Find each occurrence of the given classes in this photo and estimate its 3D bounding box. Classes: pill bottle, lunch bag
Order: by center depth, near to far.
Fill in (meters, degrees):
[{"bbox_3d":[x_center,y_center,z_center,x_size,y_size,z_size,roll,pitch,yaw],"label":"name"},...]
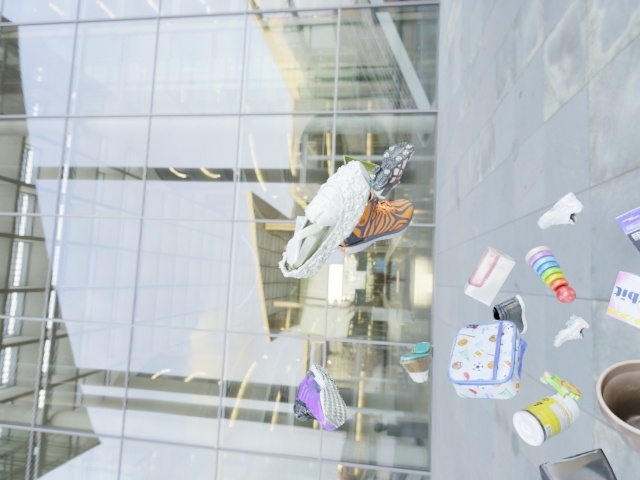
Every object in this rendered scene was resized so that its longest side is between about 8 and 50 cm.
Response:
[{"bbox_3d":[0.803,0.628,1.424,0.119,0.208,0.119,167,90,-68],"label":"pill bottle"},{"bbox_3d":[0.594,0.411,1.424,0.115,0.243,0.303,56,-139,-19],"label":"lunch bag"}]

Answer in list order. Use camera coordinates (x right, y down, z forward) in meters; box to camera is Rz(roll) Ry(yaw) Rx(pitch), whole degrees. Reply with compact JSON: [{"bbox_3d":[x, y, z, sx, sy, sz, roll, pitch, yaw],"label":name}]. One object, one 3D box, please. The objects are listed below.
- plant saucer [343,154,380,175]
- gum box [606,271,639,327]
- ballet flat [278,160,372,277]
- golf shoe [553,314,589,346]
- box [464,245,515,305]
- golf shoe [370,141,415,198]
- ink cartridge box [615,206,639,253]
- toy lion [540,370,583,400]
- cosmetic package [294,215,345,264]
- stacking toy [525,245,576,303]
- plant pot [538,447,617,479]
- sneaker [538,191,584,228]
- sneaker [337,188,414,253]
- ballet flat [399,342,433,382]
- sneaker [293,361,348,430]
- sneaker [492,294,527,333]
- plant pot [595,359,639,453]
[{"bbox_3d":[0.193,-0.316,1.868,0.188,0.188,0.045,-92,20,-55],"label":"plant saucer"},{"bbox_3d":[0.730,0.143,0.865,0.188,0.062,0.107,-144,63,-67],"label":"gum box"},{"bbox_3d":[-0.001,-0.033,1.104,0.147,0.147,0.409,-76,13,-55],"label":"ballet flat"},{"bbox_3d":[1.093,0.412,1.752,0.069,0.086,0.176,-10,-50,-46],"label":"golf shoe"},{"bbox_3d":[0.780,0.161,1.860,0.232,0.126,0.148,-66,-15,15],"label":"box"},{"bbox_3d":[0.301,-0.298,1.674,0.273,0.105,0.120,-49,-39,-16],"label":"golf shoe"},{"bbox_3d":[1.241,-0.046,1.459,0.208,0.206,0.045,51,-147,-4],"label":"ink cartridge box"},{"bbox_3d":[0.744,0.447,1.230,0.100,0.096,0.034,50,123,53],"label":"toy lion"},{"bbox_3d":[0.000,0.000,1.618,0.151,0.183,0.151,-123,39,-60],"label":"cosmetic package"},{"bbox_3d":[1.220,0.186,2.102,0.330,0.141,0.141,-103,4,-45],"label":"stacking toy"},{"bbox_3d":[0.774,0.751,1.163,0.167,0.188,0.187,-96,-16,-59],"label":"plant pot"},{"bbox_3d":[1.043,-0.100,1.744,0.115,0.090,0.232,51,160,20],"label":"sneaker"},{"bbox_3d":[0.179,-0.094,1.244,0.321,0.124,0.180,-29,-44,-29],"label":"sneaker"},{"bbox_3d":[0.407,0.508,1.651,0.342,0.116,0.124,10,-108,-69],"label":"ballet flat"},{"bbox_3d":[-0.014,0.502,1.216,0.146,0.102,0.293,-47,12,1],"label":"sneaker"},{"bbox_3d":[0.956,0.392,2.042,0.105,0.146,0.296,-98,-17,-47],"label":"sneaker"},{"bbox_3d":[1.011,0.540,1.235,0.263,0.263,0.229,-77,-34,-51],"label":"plant pot"}]
